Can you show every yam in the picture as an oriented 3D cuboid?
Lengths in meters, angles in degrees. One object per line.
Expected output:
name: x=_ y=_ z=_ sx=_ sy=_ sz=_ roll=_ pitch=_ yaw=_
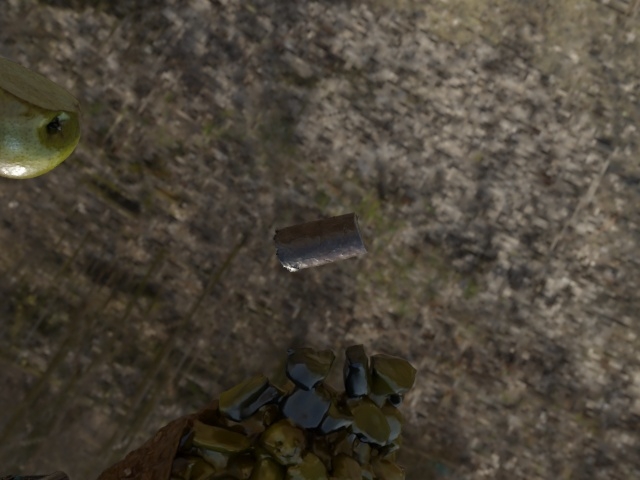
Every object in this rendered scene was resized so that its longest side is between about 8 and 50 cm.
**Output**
yam: x=0.001 y=0.002 z=1.722 sx=0.141 sy=0.079 sz=0.079 roll=-14 pitch=149 yaw=9

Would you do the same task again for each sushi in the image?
sushi: x=-0.031 y=0.168 z=0.661 sx=0.179 sy=0.166 sz=0.296 roll=-28 pitch=153 yaw=36

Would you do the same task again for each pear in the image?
pear: x=-0.315 y=-0.117 z=1.061 sx=0.141 sy=0.104 sz=0.141 roll=25 pitch=-167 yaw=-6

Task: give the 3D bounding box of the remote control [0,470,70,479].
remote control: x=-0.342 y=0.253 z=1.067 sx=0.212 sy=0.028 sz=0.059 roll=-9 pitch=-174 yaw=32
